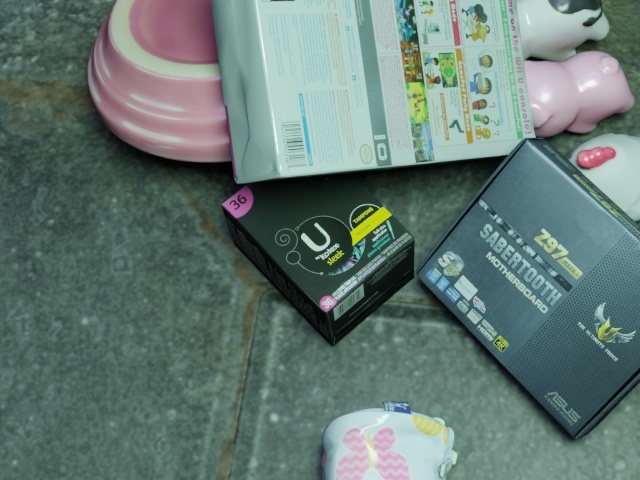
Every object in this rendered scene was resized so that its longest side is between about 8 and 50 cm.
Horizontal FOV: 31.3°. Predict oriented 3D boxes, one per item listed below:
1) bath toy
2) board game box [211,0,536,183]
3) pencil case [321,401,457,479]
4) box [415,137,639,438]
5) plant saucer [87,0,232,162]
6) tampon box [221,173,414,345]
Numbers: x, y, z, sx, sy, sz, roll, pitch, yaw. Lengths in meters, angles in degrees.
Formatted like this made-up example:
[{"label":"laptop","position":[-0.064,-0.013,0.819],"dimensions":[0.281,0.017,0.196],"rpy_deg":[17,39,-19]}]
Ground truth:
[{"label":"bath toy","position":[0.247,-0.172,1.207],"dimensions":[0.151,0.129,0.348],"rpy_deg":[-32,62,27]},{"label":"board game box","position":[0.055,-0.178,1.108],"dimensions":[0.303,0.097,0.224],"rpy_deg":[-7,90,-30]},{"label":"pencil case","position":[0.060,0.289,1.026],"dimensions":[0.124,0.113,0.273],"rpy_deg":[9,65,-13]},{"label":"box","position":[0.229,0.043,1.097],"dimensions":[0.233,0.059,0.183],"rpy_deg":[47,115,19]},{"label":"plant saucer","position":[-0.094,-0.225,1.225],"dimensions":[0.332,0.084,0.332],"rpy_deg":[-6,47,6]},{"label":"tampon box","position":[0.000,0.000,1.161],"dimensions":[0.120,0.101,0.161],"rpy_deg":[-40,69,-14]}]
